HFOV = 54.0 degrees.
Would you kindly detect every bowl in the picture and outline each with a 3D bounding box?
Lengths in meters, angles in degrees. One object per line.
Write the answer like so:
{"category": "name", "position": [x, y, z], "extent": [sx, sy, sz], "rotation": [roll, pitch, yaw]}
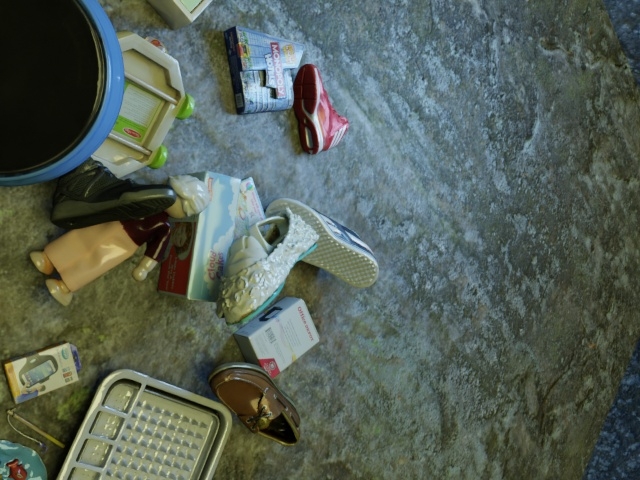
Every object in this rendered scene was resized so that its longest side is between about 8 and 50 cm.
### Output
{"category": "bowl", "position": [-0.530, -0.284, 1.039], "extent": [0.390, 0.077, 0.392], "rotation": [-1, 98, -8]}

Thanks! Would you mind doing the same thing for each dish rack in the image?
{"category": "dish rack", "position": [-0.367, 0.439, 1.316], "extent": [0.332, 0.072, 0.286], "rotation": [32, 71, -35]}

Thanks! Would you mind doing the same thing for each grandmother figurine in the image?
{"category": "grandmother figurine", "position": [-0.371, -0.026, 1.203], "extent": [0.342, 0.104, 0.208], "rotation": [-30, 96, -9]}

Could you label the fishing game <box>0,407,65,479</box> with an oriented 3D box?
{"category": "fishing game", "position": [-0.597, 0.462, 1.152], "extent": [0.189, 0.041, 0.264], "rotation": [51, 62, -25]}

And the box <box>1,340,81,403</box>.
{"category": "box", "position": [-0.529, 0.249, 1.208], "extent": [0.136, 0.028, 0.081], "rotation": [-18, 102, -35]}

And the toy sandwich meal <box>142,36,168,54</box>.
{"category": "toy sandwich meal", "position": [-0.354, -0.389, 1.328], "extent": [0.085, 0.029, 0.086], "rotation": [-1, 92, -39]}

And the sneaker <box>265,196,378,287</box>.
{"category": "sneaker", "position": [0.000, 0.000, 1.576], "extent": [0.321, 0.127, 0.126], "rotation": [36, 103, -10]}

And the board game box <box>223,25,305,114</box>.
{"category": "board game box", "position": [-0.119, -0.408, 1.498], "extent": [0.194, 0.060, 0.194], "rotation": [-16, 101, -37]}

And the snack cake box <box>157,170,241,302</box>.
{"category": "snack cake box", "position": [-0.259, -0.008, 1.337], "extent": [0.089, 0.152, 0.265], "rotation": [11, 85, -39]}

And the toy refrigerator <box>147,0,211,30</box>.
{"category": "toy refrigerator", "position": [-0.252, -0.589, 1.363], "extent": [0.102, 0.094, 0.270], "rotation": [48, 64, -30]}

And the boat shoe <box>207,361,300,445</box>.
{"category": "boat shoe", "position": [-0.134, 0.376, 1.426], "extent": [0.110, 0.104, 0.307], "rotation": [-37, 134, 10]}

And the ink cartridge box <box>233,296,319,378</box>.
{"category": "ink cartridge box", "position": [-0.103, 0.235, 1.521], "extent": [0.175, 0.072, 0.128], "rotation": [-34, 111, -33]}

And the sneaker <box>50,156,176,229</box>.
{"category": "sneaker", "position": [-0.373, -0.100, 1.133], "extent": [0.087, 0.227, 0.130], "rotation": [57, 26, -70]}

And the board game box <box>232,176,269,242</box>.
{"category": "board game box", "position": [-0.184, -0.059, 1.471], "extent": [0.103, 0.026, 0.154], "rotation": [-27, 108, -30]}

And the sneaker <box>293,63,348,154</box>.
{"category": "sneaker", "position": [0.003, -0.337, 1.598], "extent": [0.128, 0.087, 0.221], "rotation": [-21, 116, -45]}

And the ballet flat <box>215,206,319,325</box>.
{"category": "ballet flat", "position": [-0.128, 0.036, 1.326], "extent": [0.409, 0.146, 0.147], "rotation": [-49, 125, -63]}

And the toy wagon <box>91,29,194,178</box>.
{"category": "toy wagon", "position": [-0.408, -0.226, 1.218], "extent": [0.267, 0.068, 0.344], "rotation": [24, 97, -51]}
